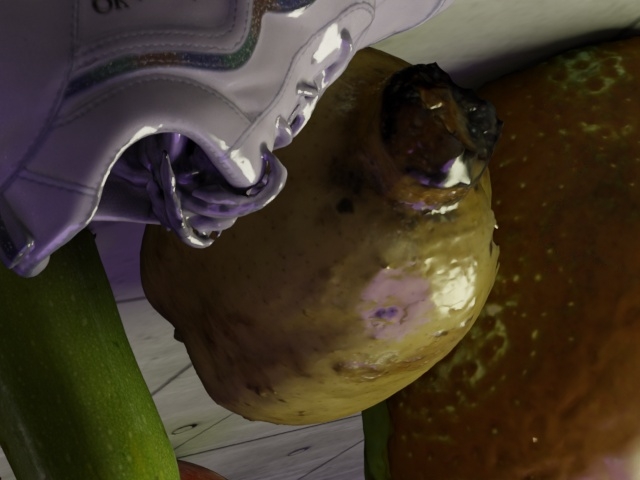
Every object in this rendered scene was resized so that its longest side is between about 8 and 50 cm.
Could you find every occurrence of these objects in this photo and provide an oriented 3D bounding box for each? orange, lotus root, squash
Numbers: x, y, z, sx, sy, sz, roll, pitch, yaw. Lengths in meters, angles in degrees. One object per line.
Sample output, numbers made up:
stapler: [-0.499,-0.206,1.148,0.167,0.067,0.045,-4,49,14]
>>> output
orange: [0.173,0.057,0.990,0.196,0.335,0.262,12,164,38]
lotus root: [0.000,0.000,0.834,0.146,0.160,0.284,-52,-176,-31]
squash: [-0.132,0.093,0.934,0.095,0.188,0.095,-21,167,-5]

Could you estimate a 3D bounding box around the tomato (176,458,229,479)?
tomato: [-0.170,0.311,1.564,0.270,0.227,0.270,-40,162,-16]

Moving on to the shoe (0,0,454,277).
shoe: [-0.034,-0.066,0.608,0.245,0.138,0.095,-10,166,-36]
